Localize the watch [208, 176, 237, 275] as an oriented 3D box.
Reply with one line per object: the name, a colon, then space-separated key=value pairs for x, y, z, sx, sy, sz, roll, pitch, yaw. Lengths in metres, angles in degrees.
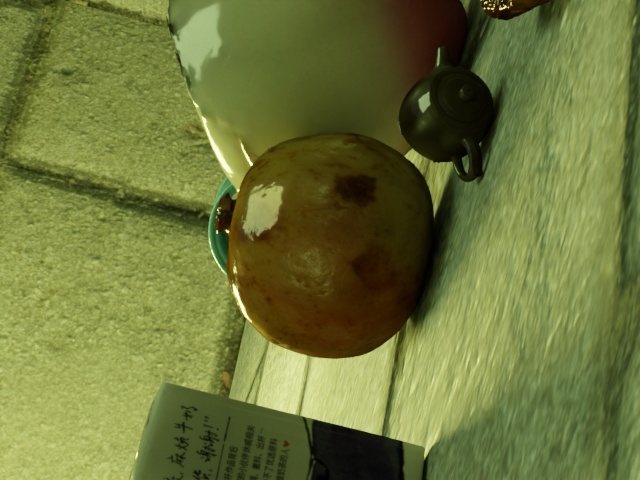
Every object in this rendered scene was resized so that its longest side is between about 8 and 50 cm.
watch: x=-0.047 y=-0.008 z=2.293 sx=0.211 sy=0.193 sz=0.211 roll=-163 pitch=90 yaw=-86

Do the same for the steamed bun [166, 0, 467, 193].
steamed bun: x=0.012 y=-0.194 z=1.850 sx=0.309 sy=0.309 sz=0.309 roll=-165 pitch=90 yaw=-85

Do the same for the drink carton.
drink carton: x=-0.041 y=0.210 z=1.402 sx=0.102 sy=0.222 sz=0.134 roll=111 pitch=173 yaw=-46

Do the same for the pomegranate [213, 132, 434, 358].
pomegranate: x=0.000 y=0.000 z=1.682 sx=0.215 sy=0.215 sz=0.215 roll=-165 pitch=90 yaw=-85

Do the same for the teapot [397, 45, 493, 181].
teapot: x=0.115 y=-0.106 z=1.534 sx=0.068 sy=0.076 sz=0.121 roll=132 pitch=127 yaw=-59

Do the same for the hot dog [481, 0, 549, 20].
hot dog: x=0.161 y=-0.222 z=1.400 sx=0.147 sy=0.065 sz=0.099 roll=-152 pitch=67 yaw=-83
